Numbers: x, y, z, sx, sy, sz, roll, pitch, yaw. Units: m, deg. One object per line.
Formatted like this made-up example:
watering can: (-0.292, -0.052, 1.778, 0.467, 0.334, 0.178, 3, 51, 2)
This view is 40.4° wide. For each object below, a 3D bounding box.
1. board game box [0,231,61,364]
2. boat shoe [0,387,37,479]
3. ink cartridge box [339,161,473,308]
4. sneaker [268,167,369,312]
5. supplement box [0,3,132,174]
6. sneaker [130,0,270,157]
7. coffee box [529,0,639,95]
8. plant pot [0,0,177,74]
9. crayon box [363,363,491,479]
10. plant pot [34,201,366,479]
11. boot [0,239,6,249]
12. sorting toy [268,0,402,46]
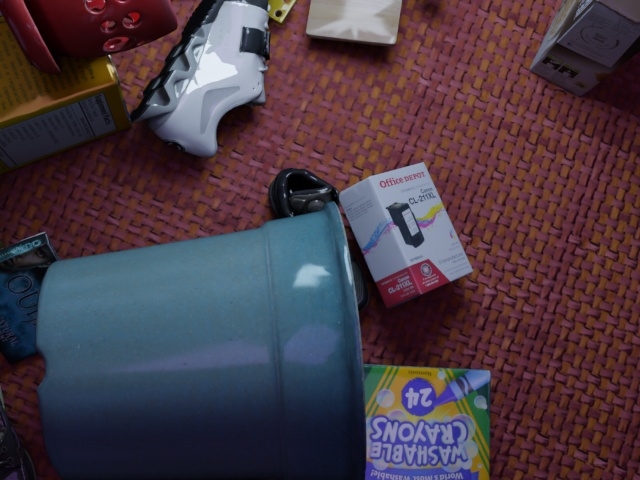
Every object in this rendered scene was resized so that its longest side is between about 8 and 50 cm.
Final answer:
board game box: (-0.377, 0.078, 1.116, 0.126, 0.186, 0.026, -24, 51, -10)
boat shoe: (-0.431, 0.266, 1.126, 0.080, 0.073, 0.223, -19, 83, -9)
ink cartridge box: (0.118, -0.010, 1.211, 0.127, 0.072, 0.175, -18, 83, -44)
sneaker: (0.000, 0.000, 1.196, 0.087, 0.130, 0.227, -24, 87, -8)
supplement box: (-0.454, -0.200, 1.138, 0.356, 0.194, 0.195, -22, 84, -11)
sneaker: (-0.124, -0.267, 1.237, 0.146, 0.122, 0.330, 34, 82, -24)
coffee box: (0.408, -0.321, 1.236, 0.098, 0.246, 0.141, 28, 79, -2)
plant pot: (-0.278, -0.297, 0.985, 0.174, 0.191, 0.191, -24, 84, -7)
crayon box: (0.122, 0.333, 1.179, 0.203, 0.083, 0.323, 3, 81, -6)
plant pot: (-0.136, 0.136, 1.016, 0.334, 0.341, 0.341, -4, 81, -4)
boot: (-0.508, 0.026, 1.085, 0.203, 0.262, 0.095, -18, 46, -7)
sorting toy: (0.046, -0.353, 1.293, 0.274, 0.046, 0.132, 8, 80, 5)
